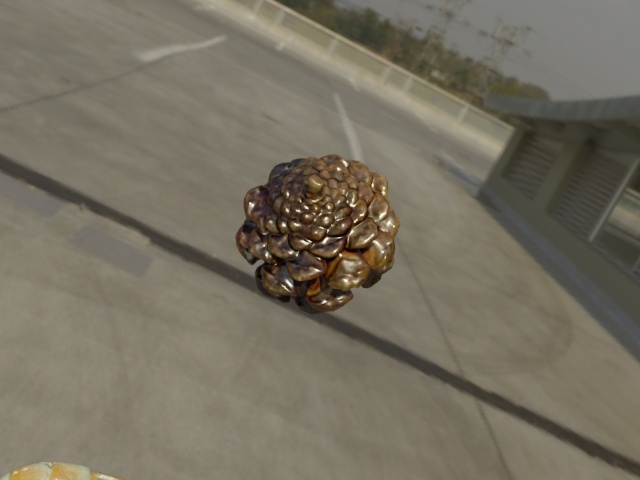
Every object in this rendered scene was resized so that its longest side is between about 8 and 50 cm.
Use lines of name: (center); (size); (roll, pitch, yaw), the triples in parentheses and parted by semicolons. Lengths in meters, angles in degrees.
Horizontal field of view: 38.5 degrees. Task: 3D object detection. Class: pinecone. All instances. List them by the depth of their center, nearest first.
pinecone: (0.000, 0.000, 1.375); (0.244, 0.244, 0.309); (32, -12, 20)

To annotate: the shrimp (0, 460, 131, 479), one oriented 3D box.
shrimp: (-0.249, 0.330, 1.018); (0.254, 0.145, 0.059); (22, 2, -19)
